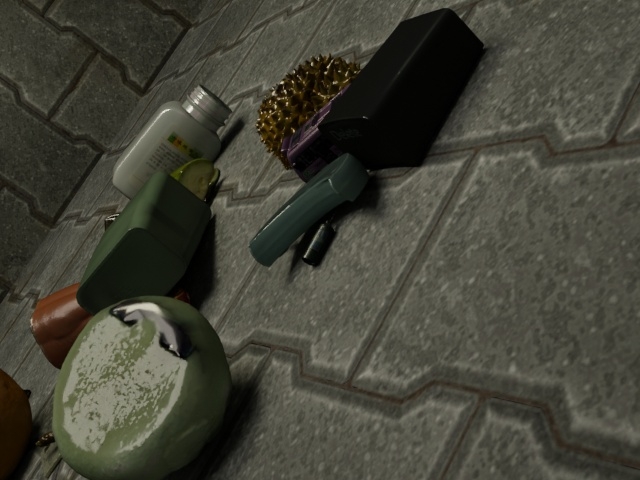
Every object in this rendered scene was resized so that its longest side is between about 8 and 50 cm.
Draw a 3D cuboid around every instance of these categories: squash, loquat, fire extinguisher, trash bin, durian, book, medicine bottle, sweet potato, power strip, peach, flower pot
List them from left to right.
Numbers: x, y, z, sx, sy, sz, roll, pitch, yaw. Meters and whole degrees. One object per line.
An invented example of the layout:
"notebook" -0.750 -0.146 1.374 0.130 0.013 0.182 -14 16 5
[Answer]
"loquat" -0.802 0.415 1.999 0.328 0.328 0.328 -42 24 24
"sweet potato" -0.518 0.366 1.833 0.153 0.038 0.041 -51 44 3
"book" -0.516 0.391 1.861 0.172 0.012 0.118 -55 23 -4
"flower pot" -0.492 0.167 1.948 0.173 0.190 0.190 -32 28 19
"trash bin" -0.358 0.021 1.822 0.223 0.158 0.343 -47 12 14
"squash" -0.356 -0.085 2.116 0.252 0.093 0.169 -22 48 52
"peach" -0.274 0.131 1.705 0.098 0.061 0.098 -37 11 8
"medicine bottle" -0.359 -0.229 2.245 0.324 0.179 0.124 -50 23 10
"power strip" -0.017 -0.052 1.432 0.253 0.054 0.167 -38 9 39
"durian" -0.020 -0.258 1.699 0.249 0.138 0.183 -45 14 5
"fire extinguisher" 0.000 0.000 1.405 0.083 0.025 0.038 -61 0 -19
"trash bin" 0.126 -0.232 1.387 0.225 0.115 0.165 -57 23 -14

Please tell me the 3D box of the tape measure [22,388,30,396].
"tape measure" -0.860 0.416 2.255 0.135 0.202 0.223 -21 33 57

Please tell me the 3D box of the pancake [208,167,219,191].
"pancake" -0.275 -0.129 2.150 0.108 0.017 0.108 -42 22 21

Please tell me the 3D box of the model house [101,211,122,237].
"model house" -0.499 0.021 2.289 0.165 0.106 0.152 99 170 -45

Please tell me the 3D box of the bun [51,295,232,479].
"bun" -0.245 0.234 1.345 0.293 0.187 0.293 -17 55 26

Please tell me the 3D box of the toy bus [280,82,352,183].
"toy bus" 0.020 -0.177 1.528 0.178 0.098 0.087 -39 26 32
